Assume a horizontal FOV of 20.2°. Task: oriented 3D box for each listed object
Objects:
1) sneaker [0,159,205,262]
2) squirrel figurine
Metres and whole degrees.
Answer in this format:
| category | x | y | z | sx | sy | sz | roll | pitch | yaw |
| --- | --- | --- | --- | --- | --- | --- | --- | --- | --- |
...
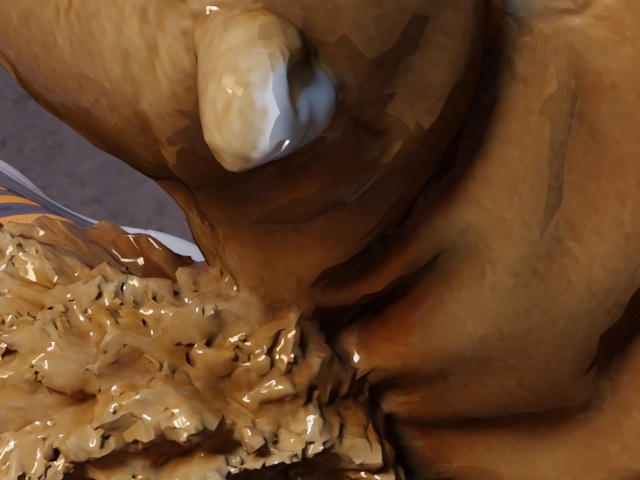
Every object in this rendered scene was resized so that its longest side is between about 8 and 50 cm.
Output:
| category | x | y | z | sx | sy | sz | roll | pitch | yaw |
| --- | --- | --- | --- | --- | --- | --- | --- | --- | --- |
| sneaker | -0.156 | 0.045 | 1.024 | 0.321 | 0.180 | 0.125 | 12 | 109 | -29 |
| squirrel figurine | 0.000 | 0.000 | 0.621 | 0.397 | 0.281 | 0.370 | -56 | 149 | 4 |
